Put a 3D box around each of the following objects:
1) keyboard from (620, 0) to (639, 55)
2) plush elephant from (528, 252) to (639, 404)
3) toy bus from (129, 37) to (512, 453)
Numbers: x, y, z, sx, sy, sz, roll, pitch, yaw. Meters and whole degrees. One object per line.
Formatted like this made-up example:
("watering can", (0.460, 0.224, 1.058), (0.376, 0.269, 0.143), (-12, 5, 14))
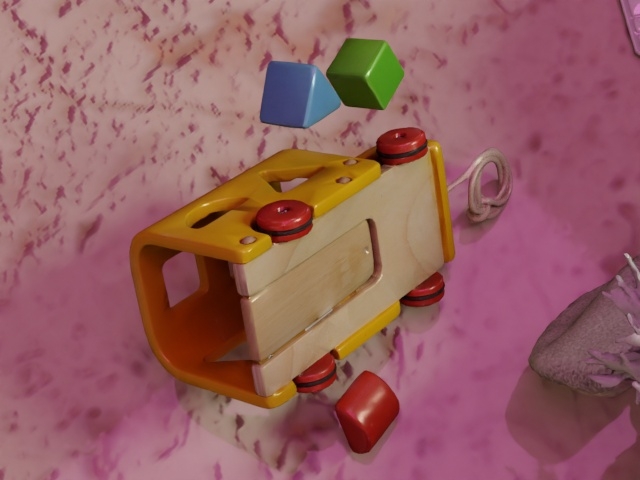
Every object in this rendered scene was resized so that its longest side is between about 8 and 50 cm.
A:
("keyboard", (0.202, -0.236, 0.879), (0.072, 0.014, 0.256), (-10, 70, -2))
("plush elephant", (0.251, 0.059, 0.672), (0.330, 0.272, 0.255), (43, 33, -17))
("toy bus", (-0.008, 0.000, 0.750), (0.104, 0.202, 0.191), (12, 76, 38))
